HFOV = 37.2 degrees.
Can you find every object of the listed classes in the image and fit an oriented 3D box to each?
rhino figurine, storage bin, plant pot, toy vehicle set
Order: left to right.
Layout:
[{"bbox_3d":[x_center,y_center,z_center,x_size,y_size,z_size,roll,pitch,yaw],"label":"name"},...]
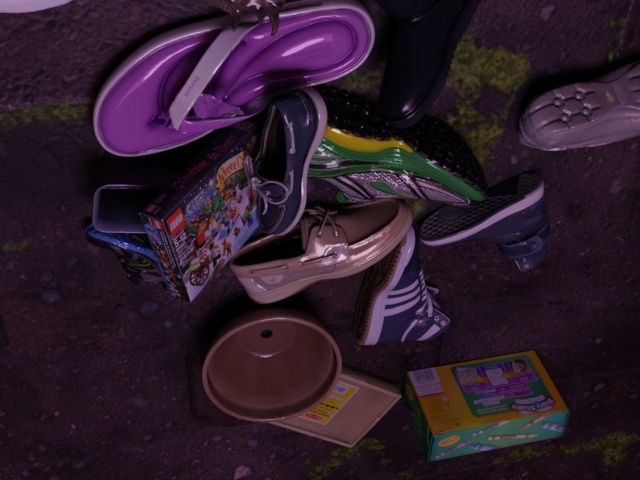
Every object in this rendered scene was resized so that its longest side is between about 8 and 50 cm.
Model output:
[{"bbox_3d":[-0.265,-0.066,1.385,0.135,0.091,0.098,1,128,-17],"label":"storage bin"},{"bbox_3d":[-0.125,-0.354,1.182,0.106,0.073,0.243,-32,119,8],"label":"rhino figurine"},{"bbox_3d":[-0.087,0.192,1.635,0.237,0.110,0.237,-4,125,-6],"label":"plant pot"},{"bbox_3d":[0.006,0.303,1.816,0.267,0.035,0.166,25,118,-33],"label":"toy vehicle set"}]

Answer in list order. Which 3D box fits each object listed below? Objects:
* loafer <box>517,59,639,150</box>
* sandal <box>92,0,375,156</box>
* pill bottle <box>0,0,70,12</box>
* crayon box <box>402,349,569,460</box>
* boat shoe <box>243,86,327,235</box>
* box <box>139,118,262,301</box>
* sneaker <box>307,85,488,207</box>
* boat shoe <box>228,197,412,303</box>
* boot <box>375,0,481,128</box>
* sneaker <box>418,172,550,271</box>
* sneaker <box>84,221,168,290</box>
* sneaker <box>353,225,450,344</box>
[{"bbox_3d":[0.463,-0.211,1.504,0.319,0.112,0.111,-10,166,-11],"label":"loafer"},{"bbox_3d":[-0.118,-0.222,1.292,0.416,0.102,0.169,-25,132,0],"label":"sandal"},{"bbox_3d":[-0.298,-0.397,0.896,0.224,0.392,0.224,-9,131,-10],"label":"pill bottle"},{"bbox_3d":[0.317,0.316,1.841,0.278,0.165,0.081,-8,130,-12],"label":"crayon box"},{"bbox_3d":[-0.059,-0.101,1.339,0.079,0.095,0.254,-18,148,-34],"label":"boat shoe"},{"bbox_3d":[-0.152,-0.047,1.370,0.233,0.044,0.159,-51,145,-35],"label":"box"},{"bbox_3d":[0.102,-0.119,1.452,0.343,0.134,0.146,17,129,-18],"label":"sneaker"},{"bbox_3d":[0.000,0.000,1.519,0.302,0.109,0.098,-24,133,10],"label":"boat shoe"},{"bbox_3d":[0.094,-0.302,1.262,0.207,0.094,0.246,32,82,-36],"label":"boot"},{"bbox_3d":[0.287,-0.002,1.620,0.226,0.086,0.163,-22,129,-1],"label":"sneaker"},{"bbox_3d":[-0.287,0.029,1.472,0.188,0.067,0.078,31,108,-39],"label":"sneaker"},{"bbox_3d":[0.160,0.076,1.633,0.153,0.099,0.282,3,134,-14],"label":"sneaker"}]
